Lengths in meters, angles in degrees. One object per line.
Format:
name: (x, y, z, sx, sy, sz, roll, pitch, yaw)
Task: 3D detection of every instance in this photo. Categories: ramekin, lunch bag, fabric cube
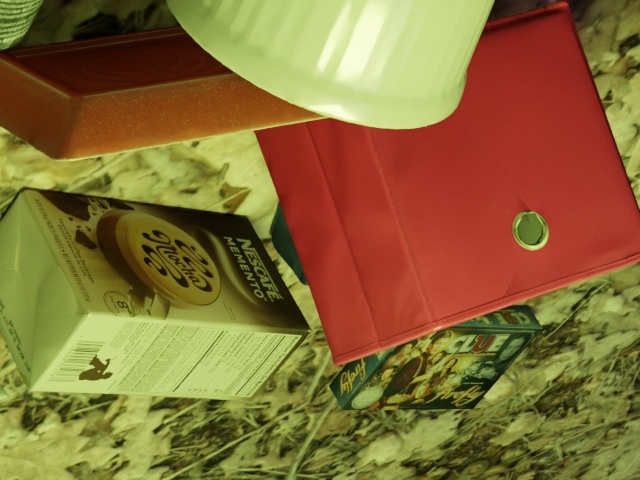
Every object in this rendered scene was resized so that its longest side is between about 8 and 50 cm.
ramekin: (0.018, -0.227, 1.578, 0.277, 0.277, 0.135, -1, 129, -39)
lunch bag: (0.000, 0.000, 2.024, 0.065, 0.098, 0.067, -14, 139, -31)
fabric cube: (0.124, -0.051, 1.819, 0.254, 0.258, 0.259, -16, 176, -24)

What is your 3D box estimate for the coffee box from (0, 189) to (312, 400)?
coffee box: (-0.176, 0.059, 1.892, 0.297, 0.168, 0.119, 7, 132, -46)

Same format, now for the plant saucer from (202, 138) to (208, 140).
plant saucer: (-0.108, -0.131, 1.835, 0.083, 0.013, 0.083, -22, 148, -15)

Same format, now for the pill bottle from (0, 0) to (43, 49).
pill bottle: (-0.235, -0.273, 1.425, 0.130, 0.130, 0.246, 0, 136, -40)

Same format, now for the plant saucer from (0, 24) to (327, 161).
plant saucer: (-0.149, -0.136, 1.611, 0.259, 0.258, 0.048, -11, 110, -26)

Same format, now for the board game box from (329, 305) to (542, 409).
board game box: (0.149, 0.148, 2.403, 0.243, 0.042, 0.165, 4, 134, -43)

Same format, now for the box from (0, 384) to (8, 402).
box: (-0.469, 0.186, 1.792, 0.262, 0.127, 0.231, -39, 173, 11)
